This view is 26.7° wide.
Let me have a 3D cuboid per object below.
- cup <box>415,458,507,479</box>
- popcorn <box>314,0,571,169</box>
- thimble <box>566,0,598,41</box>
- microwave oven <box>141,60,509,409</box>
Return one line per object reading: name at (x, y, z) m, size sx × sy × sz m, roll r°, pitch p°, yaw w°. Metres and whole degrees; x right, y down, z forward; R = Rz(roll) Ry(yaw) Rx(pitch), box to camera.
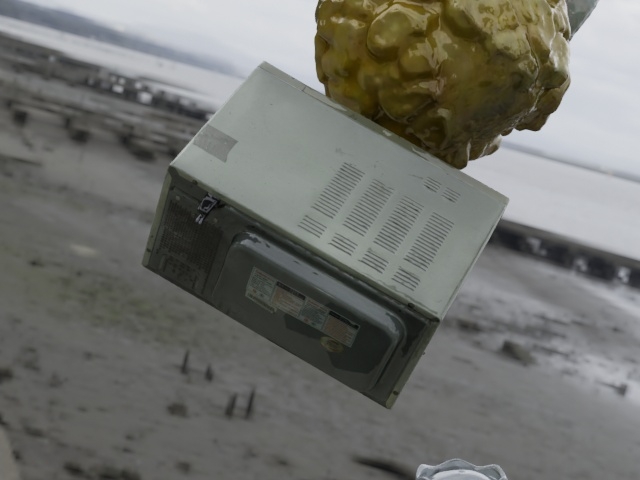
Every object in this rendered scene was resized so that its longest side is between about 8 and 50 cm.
cup at (0.166, 0.355, 1.590) m, size 0.300 × 0.173 × 0.167 m, roll -3°, pitch 8°, yaw -32°
popcorn at (0.114, -0.167, 1.232) m, size 0.250 × 0.250 × 0.190 m, roll 11°, pitch 38°, yaw -37°
thimble at (0.207, -0.291, 1.502) m, size 0.195 × 0.291 × 0.291 m, roll 40°, pitch 5°, yaw -3°
microwave oven at (0.000, 0.000, 1.107) m, size 0.240 × 0.145 × 0.194 m, roll 30°, pitch 51°, yaw 6°
